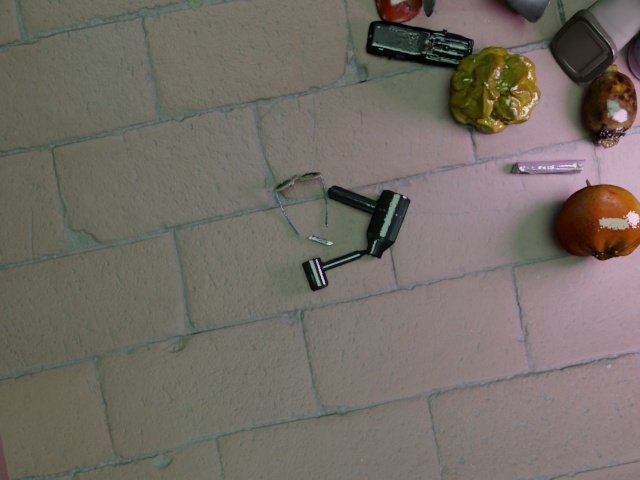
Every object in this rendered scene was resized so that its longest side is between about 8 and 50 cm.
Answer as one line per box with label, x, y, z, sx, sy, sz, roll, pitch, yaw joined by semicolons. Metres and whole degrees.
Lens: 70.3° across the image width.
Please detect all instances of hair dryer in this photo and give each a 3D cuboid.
hair dryer;0.064;0.098;1.687;0.247;0.070;0.114;-19;87;-9
hair dryer;0.148;-0.088;1.674;0.302;0.116;0.245;22;89;12

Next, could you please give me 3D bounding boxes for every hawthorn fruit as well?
hawthorn fruit;0.976;-0.086;1.590;0.276;0.277;0.299;0;69;0

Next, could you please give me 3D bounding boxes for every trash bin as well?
trash bin;1.008;-0.749;1.629;0.250;0.220;0.219;-41;87;-8

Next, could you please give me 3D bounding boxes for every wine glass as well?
wine glass;0.583;-0.904;1.601;0.405;0.267;0.268;-3;89;0

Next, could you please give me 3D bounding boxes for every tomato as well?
tomato;0.295;-0.909;1.693;0.173;0.082;0.167;-11;86;0

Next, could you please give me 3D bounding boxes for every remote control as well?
remote control;0.372;-0.730;1.698;0.397;0.062;0.145;9;89;0

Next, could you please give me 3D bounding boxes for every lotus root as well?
lotus root;1.052;-0.500;1.651;0.169;0.141;0.315;1;86;-4

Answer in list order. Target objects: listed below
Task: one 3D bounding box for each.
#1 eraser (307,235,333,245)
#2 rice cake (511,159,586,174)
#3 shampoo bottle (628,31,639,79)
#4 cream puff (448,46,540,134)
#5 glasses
eraser;0.000;0.000;1.698;0.099;0.027;0.019;19;87;2
rice cake;0.850;-0.272;1.690;0.269;0.055;0.049;-2;84;2
shampoo bottle;1.267;-0.695;1.593;0.272;0.266;0.274;0;86;4
cream puff;0.628;-0.534;1.589;0.324;0.257;0.291;24;97;-5
glasses;-0.059;-0.139;1.672;0.189;0.088;0.221;-19;89;-1
